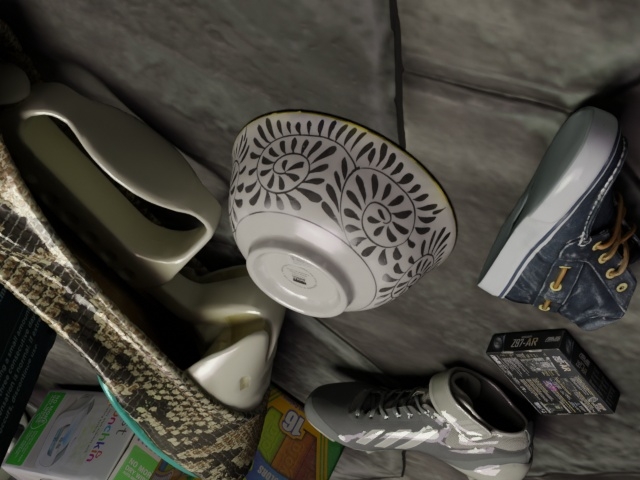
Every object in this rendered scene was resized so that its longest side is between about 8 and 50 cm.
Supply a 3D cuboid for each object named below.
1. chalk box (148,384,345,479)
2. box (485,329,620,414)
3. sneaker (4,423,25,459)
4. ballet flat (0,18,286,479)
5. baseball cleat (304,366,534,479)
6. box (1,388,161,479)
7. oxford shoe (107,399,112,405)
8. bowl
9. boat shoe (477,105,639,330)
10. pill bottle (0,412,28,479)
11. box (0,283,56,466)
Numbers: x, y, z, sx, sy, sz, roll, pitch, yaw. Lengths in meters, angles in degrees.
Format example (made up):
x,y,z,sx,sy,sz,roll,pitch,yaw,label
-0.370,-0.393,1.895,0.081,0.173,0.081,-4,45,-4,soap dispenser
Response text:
x,y,z,sx,sy,sz,roll,pitch,yaw,label
-0.094,0.261,1.034,0.132,0.213,0.132,38,148,-16,chalk box
0.174,0.100,0.771,0.067,0.018,0.083,-12,131,47,box
-0.506,0.260,1.349,0.281,0.115,0.105,6,168,26,sneaker
-0.140,0.027,0.807,0.182,0.164,0.482,-24,124,22,ballet flat
0.081,0.139,0.873,0.206,0.072,0.109,11,132,18,baseball cleat
-0.215,0.305,1.283,0.231,0.126,0.262,-4,138,44,box
-0.150,0.212,1.143,0.212,0.076,0.076,40,146,-21,oxford shoe
0.000,0.000,0.702,0.170,0.080,0.170,20,149,13,bowl
0.156,-0.007,0.591,0.083,0.065,0.183,23,155,4,boat shoe
-0.559,0.265,1.483,0.246,0.136,0.136,14,147,22,pill bottle
-0.555,0.017,0.868,0.480,0.297,0.471,-1,139,17,box
